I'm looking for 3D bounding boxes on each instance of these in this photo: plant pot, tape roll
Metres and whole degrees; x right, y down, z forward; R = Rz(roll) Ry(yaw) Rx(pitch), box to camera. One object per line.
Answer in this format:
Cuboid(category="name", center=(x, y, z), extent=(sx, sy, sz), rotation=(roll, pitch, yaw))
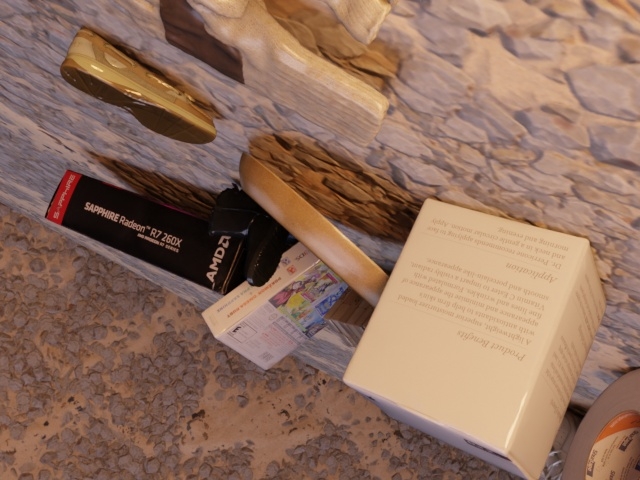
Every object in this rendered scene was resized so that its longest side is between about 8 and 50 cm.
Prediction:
Cuboid(category="plant pot", center=(0.000, 0.000, 0.778), extent=(0.236, 0.032, 0.236), rotation=(42, 178, 2))
Cuboid(category="tape roll", center=(0.355, 0.254, 0.841), extent=(0.072, 0.219, 0.219), rotation=(26, 167, -5))

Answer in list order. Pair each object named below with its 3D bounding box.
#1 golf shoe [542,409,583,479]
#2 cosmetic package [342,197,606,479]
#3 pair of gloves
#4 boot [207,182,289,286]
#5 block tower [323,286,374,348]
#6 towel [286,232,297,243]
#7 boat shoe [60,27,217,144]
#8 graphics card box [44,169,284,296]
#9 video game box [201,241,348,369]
Cuboid(category="golf shoe", center=(0.393, 0.366, 1.247), extent=(0.140, 0.115, 0.306), rotation=(39, -160, 9))
Cuboid(category="cosmetic package", center=(0.143, 0.088, 0.675), extent=(0.151, 0.184, 0.151), rotation=(19, 165, 32))
Cuboid(category="pair of gloves", center=(-0.044, -0.149, 0.430), extent=(0.204, 0.042, 0.240), rotation=(28, 166, 8))
Cuboid(category="boot", center=(-0.090, -0.009, 0.904), extent=(0.099, 0.121, 0.045), rotation=(12, 160, 28))
Cuboid(category="block tower", center=(0.147, 0.108, 0.905), extent=(0.091, 0.097, 0.335), rotation=(50, 158, -26))
Cuboid(category="towel", center=(-0.061, -0.016, 1.010), extent=(0.067, 0.029, 0.119), rotation=(28, 167, -13))
Cuboid(category="boat shoe", center=(-0.160, -0.139, 0.706), extent=(0.153, 0.048, 0.056), rotation=(25, 157, -25))
Cuboid(category="graphics card box", center=(-0.207, 0.007, 1.166), extent=(0.371, 0.094, 0.233), rotation=(20, 175, 32))
Cuboid(category="video game box", center=(-0.041, 0.086, 1.036), extent=(0.048, 0.187, 0.205), rotation=(56, 180, 25))
